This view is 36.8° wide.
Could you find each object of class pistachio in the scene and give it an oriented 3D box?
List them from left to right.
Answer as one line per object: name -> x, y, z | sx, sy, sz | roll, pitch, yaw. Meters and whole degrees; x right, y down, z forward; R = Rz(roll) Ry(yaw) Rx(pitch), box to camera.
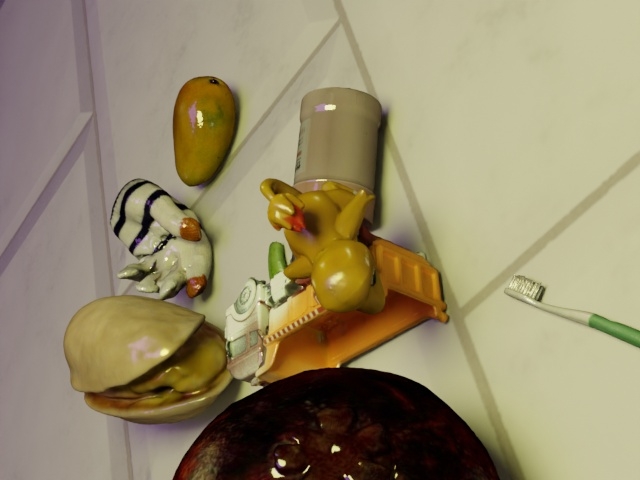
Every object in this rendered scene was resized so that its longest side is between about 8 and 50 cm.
pistachio -> -0.234, 0.156, 1.305 | 0.299, 0.188, 0.187 | -4, 73, 48

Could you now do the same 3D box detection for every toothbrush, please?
toothbrush -> 0.242, 0.073, 0.798 | 0.257, 0.018, 0.024 | 28, 92, 56

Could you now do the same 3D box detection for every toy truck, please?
toy truck -> 0.006, 0.081, 1.051 | 0.270, 0.114, 0.135 | -33, 45, 40

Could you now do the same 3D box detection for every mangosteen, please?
mangosteen -> 0.013, 0.261, 0.814 | 0.297, 0.297, 0.293 | 37, 136, 54

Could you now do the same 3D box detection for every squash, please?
squash -> -0.054, 0.037, 1.226 | 0.027, 0.027, 0.089 | -48, 39, 32

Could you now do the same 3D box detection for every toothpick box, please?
toothpick box -> 0.018, -0.090, 1.113 | 0.098, 0.098, 0.148 | -16, 62, 51

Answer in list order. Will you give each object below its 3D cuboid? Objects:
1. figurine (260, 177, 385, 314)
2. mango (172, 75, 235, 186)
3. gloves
figurine -> -0.002, -0.001, 0.905 | 0.121, 0.122, 0.176 | -45, 37, 12
mango -> -0.175, -0.164, 1.432 | 0.111, 0.090, 0.163 | 167, 105, -65
gloves -> -0.226, 0.009, 1.412 | 0.140, 0.131, 0.218 | -48, 63, 6
